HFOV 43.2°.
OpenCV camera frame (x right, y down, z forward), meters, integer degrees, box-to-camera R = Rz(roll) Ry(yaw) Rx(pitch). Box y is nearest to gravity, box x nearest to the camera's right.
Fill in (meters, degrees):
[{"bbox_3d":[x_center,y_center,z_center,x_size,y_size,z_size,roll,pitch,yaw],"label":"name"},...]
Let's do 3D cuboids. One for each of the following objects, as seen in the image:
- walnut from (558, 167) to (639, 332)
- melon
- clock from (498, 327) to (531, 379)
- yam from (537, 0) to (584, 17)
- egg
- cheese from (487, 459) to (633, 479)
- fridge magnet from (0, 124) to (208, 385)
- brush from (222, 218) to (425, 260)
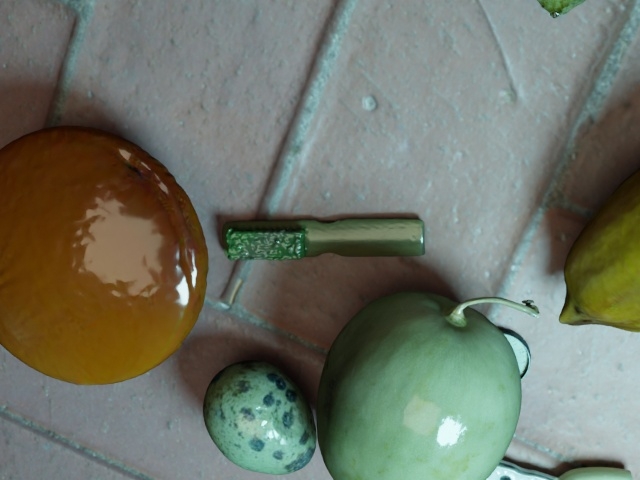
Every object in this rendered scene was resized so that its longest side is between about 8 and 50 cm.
[{"bbox_3d":[0.417,0.007,0.944,0.209,0.209,0.336,47,115,-3],"label":"walnut"},{"bbox_3d":[0.119,0.207,1.023,0.272,0.272,0.308,5,97,10],"label":"melon"},{"bbox_3d":[0.246,0.162,1.108,0.085,0.017,0.085,3,105,10],"label":"clock"},{"bbox_3d":[0.251,-0.388,0.924,0.106,0.106,0.259,-22,97,16],"label":"yam"},{"bbox_3d":[-0.082,0.252,1.132,0.141,0.141,0.181,-39,100,18],"label":"egg"},{"bbox_3d":[0.339,0.357,1.123,0.235,0.050,0.127,14,109,9],"label":"cheese"},{"bbox_3d":[-0.326,0.023,1.114,0.364,0.155,0.363,3,104,11],"label":"fridge magnet"},{"bbox_3d":[0.000,0.000,1.103,0.282,0.048,0.054,-1,107,10],"label":"brush"}]
